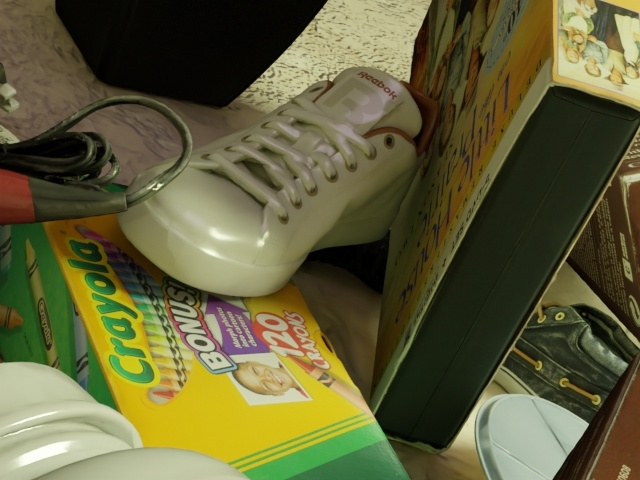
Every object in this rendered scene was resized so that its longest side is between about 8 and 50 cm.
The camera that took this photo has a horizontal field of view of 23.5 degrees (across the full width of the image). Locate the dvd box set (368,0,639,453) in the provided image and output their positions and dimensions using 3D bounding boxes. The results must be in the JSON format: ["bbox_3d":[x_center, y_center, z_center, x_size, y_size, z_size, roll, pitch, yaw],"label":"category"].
[{"bbox_3d":[0.121,-0.112,1.024,0.062,0.307,0.420,17,44,-7],"label":"dvd box set"}]

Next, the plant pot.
[{"bbox_3d":[-0.118,-0.219,1.267,0.188,0.167,0.187,9,31,-37],"label":"plant pot"}]

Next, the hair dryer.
[{"bbox_3d":[-0.237,-0.038,0.817,0.223,0.080,0.293,19,41,43],"label":"hair dryer"}]

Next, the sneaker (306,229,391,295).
[{"bbox_3d":[0.001,-0.002,1.123,0.170,0.051,0.089,37,27,27],"label":"sneaker"}]

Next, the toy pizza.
[{"bbox_3d":[0.164,0.178,0.939,0.201,0.032,0.201,34,25,-18],"label":"toy pizza"}]

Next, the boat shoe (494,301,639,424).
[{"bbox_3d":[0.155,0.066,1.106,0.183,0.083,0.065,42,28,27],"label":"boat shoe"}]

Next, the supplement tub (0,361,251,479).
[{"bbox_3d":[-0.043,0.208,0.472,0.316,0.228,0.228,40,27,22],"label":"supplement tub"}]

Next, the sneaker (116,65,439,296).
[{"bbox_3d":[-0.016,-0.053,0.927,0.106,0.123,0.290,38,24,14],"label":"sneaker"}]

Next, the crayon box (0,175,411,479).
[{"bbox_3d":[-0.078,0.076,0.852,0.165,0.081,0.278,12,29,-33],"label":"crayon box"}]

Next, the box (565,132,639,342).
[{"bbox_3d":[0.282,-0.052,1.209,0.191,0.143,0.381,-13,15,-3],"label":"box"}]

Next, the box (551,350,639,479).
[{"bbox_3d":[0.160,0.196,0.728,0.168,0.203,0.167,32,25,8],"label":"box"}]
